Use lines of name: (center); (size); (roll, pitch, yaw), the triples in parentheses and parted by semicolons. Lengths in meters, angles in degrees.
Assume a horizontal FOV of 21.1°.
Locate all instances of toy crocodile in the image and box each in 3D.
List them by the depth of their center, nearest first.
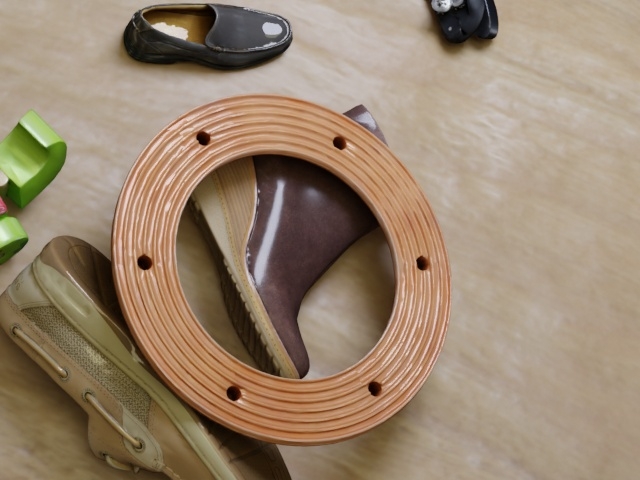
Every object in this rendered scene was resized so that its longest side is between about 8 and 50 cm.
toy crocodile: (-0.379, -0.004, 1.546); (0.341, 0.105, 0.115); (-30, 82, -19)

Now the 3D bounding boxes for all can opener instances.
can opener: (0.126, -0.289, 1.784); (0.059, 0.073, 0.186); (-27, 75, 20)

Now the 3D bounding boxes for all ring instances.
ring: (-0.033, 0.025, 1.567); (0.337, 0.032, 0.336); (10, 66, -23)

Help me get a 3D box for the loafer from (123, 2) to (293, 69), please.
loafer: (-0.106, -0.206, 1.693); (0.170, 0.061, 0.062); (-6, 74, -15)

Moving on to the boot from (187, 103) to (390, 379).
boot: (0.000, 0.000, 1.639); (0.207, 0.090, 0.248); (-19, 75, -16)

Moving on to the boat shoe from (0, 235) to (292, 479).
boat shoe: (-0.156, 0.152, 1.558); (0.110, 0.122, 0.341); (-44, 82, 16)
